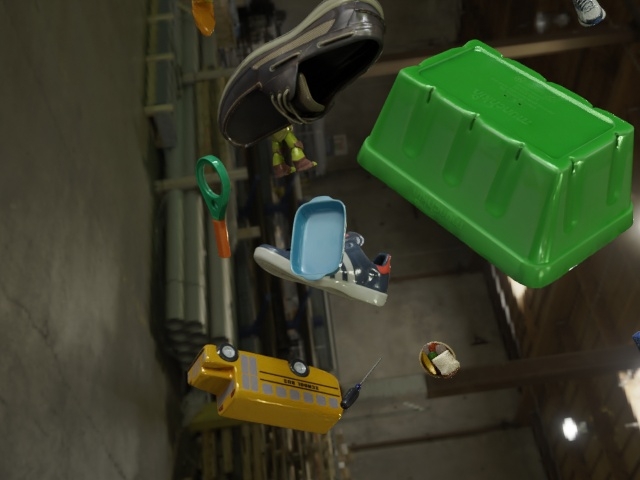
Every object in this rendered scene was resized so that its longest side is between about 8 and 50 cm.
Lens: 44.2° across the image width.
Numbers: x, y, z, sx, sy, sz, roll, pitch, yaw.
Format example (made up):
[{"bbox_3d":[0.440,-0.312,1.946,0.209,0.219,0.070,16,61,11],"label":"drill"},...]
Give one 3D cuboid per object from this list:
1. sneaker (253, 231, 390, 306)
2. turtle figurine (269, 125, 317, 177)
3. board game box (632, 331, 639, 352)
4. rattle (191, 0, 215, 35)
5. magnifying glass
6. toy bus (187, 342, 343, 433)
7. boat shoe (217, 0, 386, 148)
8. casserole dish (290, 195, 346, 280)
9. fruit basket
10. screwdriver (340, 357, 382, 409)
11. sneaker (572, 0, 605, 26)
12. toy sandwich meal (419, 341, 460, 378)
[{"bbox_3d":[0.013,0.038,1.792,0.131,0.350,0.148,7,-101,57],"label":"sneaker"},{"bbox_3d":[-0.084,-0.266,1.849,0.087,0.270,0.217,-41,113,-61],"label":"turtle figurine"},{"bbox_3d":[0.582,0.200,1.333,0.090,0.020,0.090,61,-16,-7],"label":"board game box"},{"bbox_3d":[-0.224,-0.571,1.762,0.130,0.200,0.142,4,71,-61],"label":"rattle"},{"bbox_3d":[-0.215,-0.068,1.647,0.092,0.026,0.231,22,-53,40],"label":"magnifying glass"},{"bbox_3d":[-0.122,0.331,1.746,0.108,0.333,0.130,-52,-147,36],"label":"toy bus"},{"bbox_3d":[-0.040,-0.265,1.305,0.132,0.355,0.130,31,32,-35],"label":"boat shoe"},{"bbox_3d":[0.000,0.000,1.589,0.037,0.114,0.188,49,40,-56],"label":"casserole dish"},{"bbox_3d":[0.266,-0.071,1.196,0.392,0.283,0.392,38,-37,36],"label":"fruit basket"},{"bbox_3d":[0.083,0.280,1.561,0.024,0.025,0.170,49,36,0],"label":"screwdriver"},{"bbox_3d":[0.543,-0.492,1.626,0.058,0.052,0.135,44,26,-38],"label":"sneaker"},{"bbox_3d":[0.242,0.242,1.601,0.029,0.086,0.085,103,-18,-62],"label":"toy sandwich meal"}]
